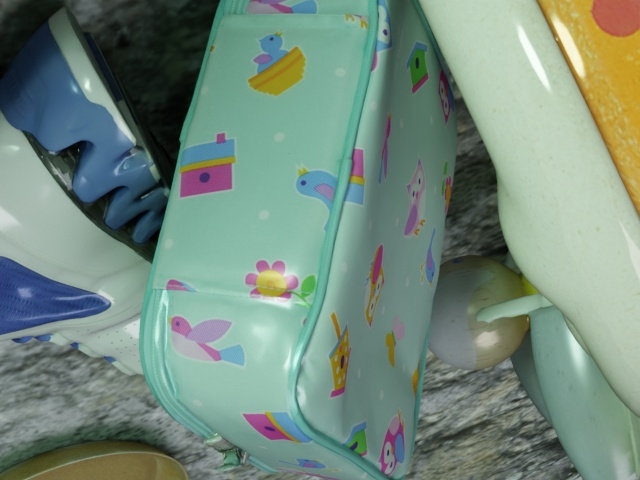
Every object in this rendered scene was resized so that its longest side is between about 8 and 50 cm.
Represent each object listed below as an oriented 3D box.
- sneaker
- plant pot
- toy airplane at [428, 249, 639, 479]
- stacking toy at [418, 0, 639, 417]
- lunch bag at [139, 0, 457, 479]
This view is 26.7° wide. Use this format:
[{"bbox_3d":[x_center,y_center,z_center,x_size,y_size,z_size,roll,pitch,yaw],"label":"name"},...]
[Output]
[{"bbox_3d":[-0.160,0.012,0.798,0.182,0.127,0.315,-26,143,0],"label":"sneaker"},{"bbox_3d":[-0.227,0.237,1.149,0.236,0.032,0.236,-21,148,-14],"label":"plant pot"},{"bbox_3d":[0.202,0.093,1.009,0.273,0.384,0.386,9,137,3],"label":"toy airplane"},{"bbox_3d":[0.290,-0.151,0.643,0.480,0.350,0.350,-26,151,11],"label":"stacking toy"},{"bbox_3d":[0.000,0.000,0.764,0.108,0.279,0.224,5,161,19],"label":"lunch bag"}]
